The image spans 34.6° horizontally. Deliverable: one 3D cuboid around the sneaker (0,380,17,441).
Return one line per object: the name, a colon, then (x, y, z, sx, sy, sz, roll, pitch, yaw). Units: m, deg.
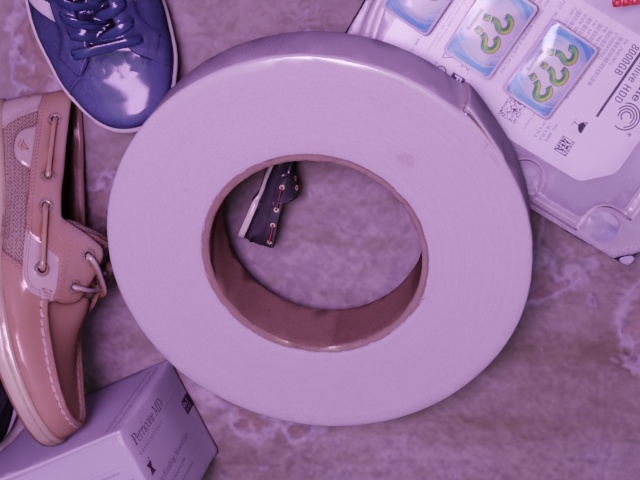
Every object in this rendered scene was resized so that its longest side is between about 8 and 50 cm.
sneaker: (-0.378, 0.096, 1.041, 0.107, 0.124, 0.283, 3, 105, 7)

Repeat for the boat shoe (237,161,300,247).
boat shoe: (-0.039, -0.056, 0.999, 0.042, 0.049, 0.133, 21, 108, -4)

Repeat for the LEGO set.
LEGO set: (0.190, -0.241, 0.846, 0.182, 0.060, 0.244, 35, 111, -2)

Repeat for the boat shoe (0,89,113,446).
boat shoe: (-0.253, 0.018, 0.967, 0.110, 0.121, 0.340, -11, 80, -2)

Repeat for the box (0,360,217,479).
box: (-0.223, 0.232, 1.026, 0.182, 0.181, 0.119, -24, 101, 13)

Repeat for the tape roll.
tape roll: (0.000, 0.000, 0.947, 0.392, 0.072, 0.391, 4, 119, 7)

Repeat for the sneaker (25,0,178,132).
sneaker: (-0.221, -0.260, 0.907, 0.131, 0.148, 0.349, -18, 102, -2)

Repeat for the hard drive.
hard drive: (0.201, -0.160, 0.933, 0.339, 0.064, 0.236, 32, 106, -2)
